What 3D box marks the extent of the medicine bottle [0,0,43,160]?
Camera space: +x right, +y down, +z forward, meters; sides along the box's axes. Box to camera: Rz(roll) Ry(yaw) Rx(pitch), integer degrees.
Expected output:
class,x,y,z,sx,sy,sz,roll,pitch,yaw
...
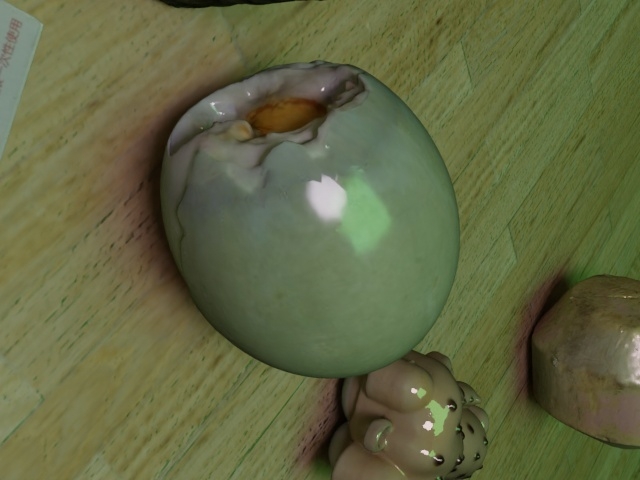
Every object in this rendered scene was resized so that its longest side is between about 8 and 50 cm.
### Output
class,x,y,z,sx,sy,sz,roll,pitch,yaw
medicine bottle,-0.229,-0.036,0.318,0.171,0.052,0.201,23,82,-50

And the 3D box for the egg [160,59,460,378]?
class,x,y,z,sx,sy,sz,roll,pitch,yaw
egg,0.000,0.000,0.494,0.183,0.183,0.217,-45,132,-32

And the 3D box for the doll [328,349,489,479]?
class,x,y,z,sx,sy,sz,roll,pitch,yaw
doll,0.097,0.194,0.736,0.154,0.119,0.278,-64,149,-13

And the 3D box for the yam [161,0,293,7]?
class,x,y,z,sx,sy,sz,roll,pitch,yaw
yam,-0.024,-0.180,0.403,0.107,0.194,0.107,-15,111,-44

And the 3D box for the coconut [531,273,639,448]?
class,x,y,z,sx,sy,sz,roll,pitch,yaw
coconut,0.387,0.173,0.978,0.197,0.236,0.237,-25,120,-37
